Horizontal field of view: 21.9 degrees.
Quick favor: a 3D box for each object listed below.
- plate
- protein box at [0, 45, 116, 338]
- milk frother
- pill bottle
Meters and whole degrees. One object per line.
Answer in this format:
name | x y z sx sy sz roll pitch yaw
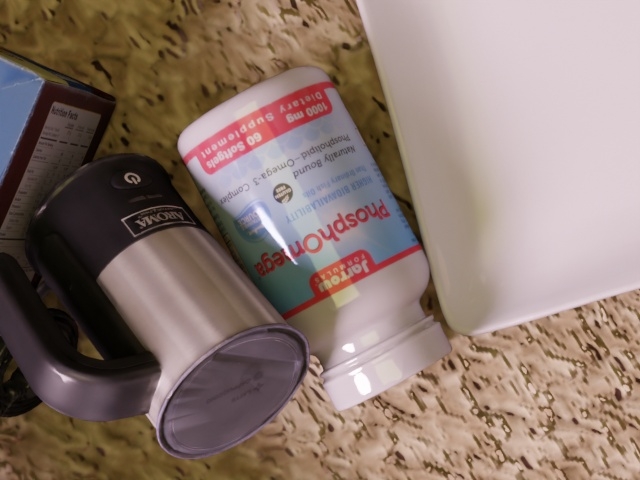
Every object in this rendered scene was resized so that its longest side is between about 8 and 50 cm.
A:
plate | 0.157 -0.119 0.806 0.277 0.045 0.278 -17 88 23
protein box | -0.244 -0.025 0.833 0.199 0.136 0.201 24 93 7
milk frother | -0.095 0.058 0.812 0.129 0.143 0.135 -25 53 -23
pill bottle | 0.000 0.000 0.829 0.087 0.087 0.160 -29 87 6
